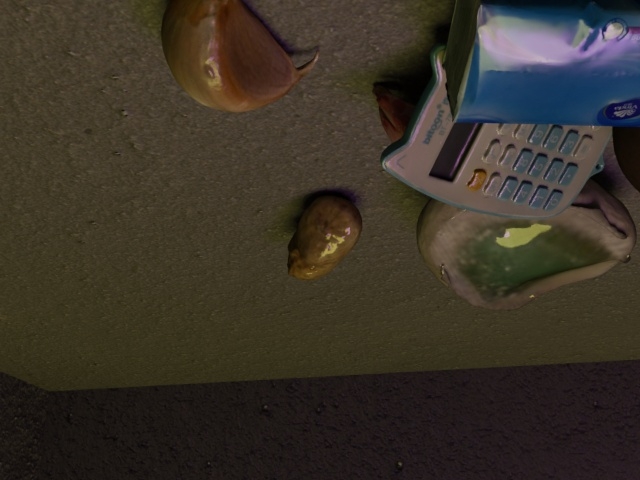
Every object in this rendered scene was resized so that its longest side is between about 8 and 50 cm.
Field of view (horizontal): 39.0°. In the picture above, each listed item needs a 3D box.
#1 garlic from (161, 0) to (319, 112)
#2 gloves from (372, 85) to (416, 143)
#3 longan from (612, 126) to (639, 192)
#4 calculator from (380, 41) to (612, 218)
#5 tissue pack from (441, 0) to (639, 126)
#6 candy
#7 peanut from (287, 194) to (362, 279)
[{"bbox_3d":[-0.120,-0.259,1.242,0.164,0.145,0.245,-41,147,13],"label":"garlic"},{"bbox_3d":[0.180,-0.172,1.439,0.241,0.126,0.145,11,159,-41],"label":"gloves"},{"bbox_3d":[0.542,-0.156,1.292,0.258,0.258,0.258,0,158,0],"label":"longan"},{"bbox_3d":[0.286,-0.159,1.380,0.387,0.054,0.256,14,114,-25],"label":"calculator"},{"bbox_3d":[0.306,-0.253,1.150,0.264,0.146,0.198,1,142,-4],"label":"tissue pack"},{"bbox_3d":[0.366,-0.028,1.696,0.386,0.186,0.427,-22,148,26],"label":"candy"},{"bbox_3d":[0.000,0.000,1.847,0.122,0.137,0.253,45,153,5],"label":"peanut"}]
